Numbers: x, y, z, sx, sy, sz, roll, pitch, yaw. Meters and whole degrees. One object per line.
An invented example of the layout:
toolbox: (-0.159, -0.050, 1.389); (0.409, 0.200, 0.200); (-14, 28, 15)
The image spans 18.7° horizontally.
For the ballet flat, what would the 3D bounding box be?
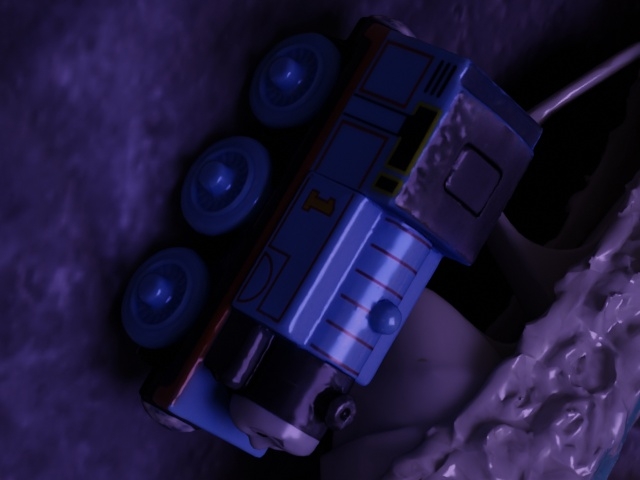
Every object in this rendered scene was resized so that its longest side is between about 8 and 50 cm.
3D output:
ballet flat: (0.091, 0.033, 0.850); (0.409, 0.147, 0.147); (-49, 135, -20)

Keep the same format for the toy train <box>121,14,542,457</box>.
toy train: (0.000, 0.000, 0.746); (0.080, 0.105, 0.184); (36, 82, -47)
